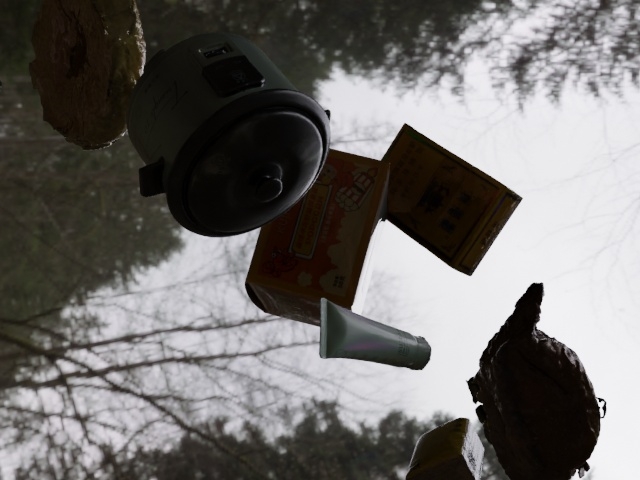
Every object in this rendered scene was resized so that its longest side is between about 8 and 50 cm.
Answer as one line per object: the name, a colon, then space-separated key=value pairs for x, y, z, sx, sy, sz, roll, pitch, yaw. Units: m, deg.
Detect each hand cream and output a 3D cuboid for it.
hand cream: x=0.068 y=0.133 z=1.204 sx=0.050 sy=0.205 sz=0.078 roll=-14 pitch=-114 yaw=41

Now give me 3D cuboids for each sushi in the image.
sushi: x=0.312 y=0.228 z=1.341 sx=0.179 sy=0.167 sz=0.296 roll=-79 pitch=146 yaw=-87

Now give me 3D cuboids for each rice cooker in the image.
rice cooker: x=-0.121 y=-0.136 z=1.217 sx=0.227 sy=0.280 sz=0.241 roll=52 pitch=-32 yaw=33

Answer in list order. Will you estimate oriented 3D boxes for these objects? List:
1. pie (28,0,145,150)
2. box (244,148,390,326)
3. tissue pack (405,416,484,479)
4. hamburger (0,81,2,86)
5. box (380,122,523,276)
pie: x=-0.396 y=-0.315 z=1.528 sx=0.339 sy=0.083 sz=0.339 roll=6 pitch=-82 yaw=48
box: x=0.000 y=0.000 z=1.719 sx=0.259 sy=0.213 sz=0.284 roll=75 pitch=29 yaw=-72
tissue pack: x=0.227 y=0.403 z=1.662 sx=0.120 sy=0.169 sz=0.082 roll=-29 pitch=-85 yaw=18
hamburger: x=-0.418 y=-0.053 z=0.883 sx=0.260 sy=0.276 sz=0.150 roll=21 pitch=-35 yaw=21
box: x=0.239 y=-0.087 z=1.869 sx=0.301 sy=0.084 sz=0.193 roll=40 pitch=-78 yaw=39
